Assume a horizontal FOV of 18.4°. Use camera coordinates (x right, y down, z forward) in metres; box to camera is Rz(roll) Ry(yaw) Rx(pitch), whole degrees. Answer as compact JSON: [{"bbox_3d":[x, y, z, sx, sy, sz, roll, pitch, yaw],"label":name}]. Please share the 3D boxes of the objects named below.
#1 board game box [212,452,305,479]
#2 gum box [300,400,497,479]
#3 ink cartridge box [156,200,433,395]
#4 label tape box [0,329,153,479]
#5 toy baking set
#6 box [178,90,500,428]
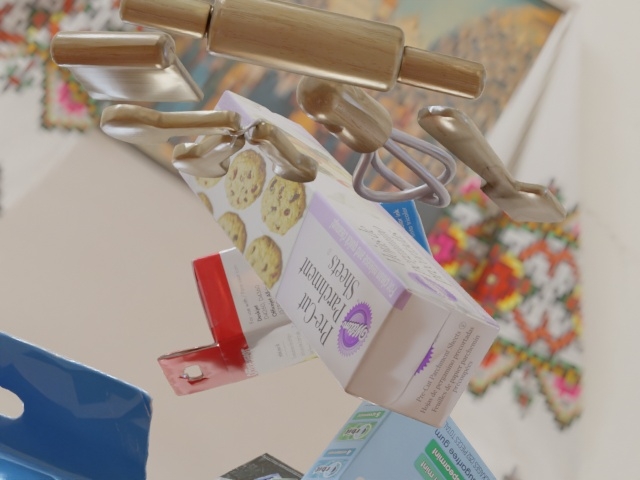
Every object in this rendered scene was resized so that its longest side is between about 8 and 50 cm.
[{"bbox_3d":[-0.019,0.254,1.624,0.259,0.136,0.030,23,-53,49],"label":"board game box"},{"bbox_3d":[0.040,0.198,1.158,0.041,0.184,0.157,-11,-57,51],"label":"gum box"},{"bbox_3d":[-0.023,0.048,1.603,0.231,0.078,0.134,-16,-18,-2],"label":"ink cartridge box"},{"bbox_3d":[-0.241,0.210,1.071,0.249,0.115,0.348,20,-66,19],"label":"label tape box"},{"bbox_3d":[0.002,-0.062,0.935,0.256,0.030,0.197,11,-16,0],"label":"toy baking set"},{"bbox_3d":[0.000,0.000,1.111,0.063,0.067,0.324,24,13,-27],"label":"box"}]
